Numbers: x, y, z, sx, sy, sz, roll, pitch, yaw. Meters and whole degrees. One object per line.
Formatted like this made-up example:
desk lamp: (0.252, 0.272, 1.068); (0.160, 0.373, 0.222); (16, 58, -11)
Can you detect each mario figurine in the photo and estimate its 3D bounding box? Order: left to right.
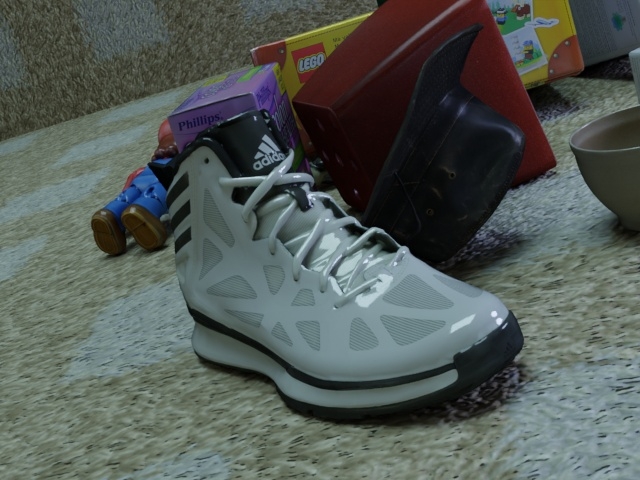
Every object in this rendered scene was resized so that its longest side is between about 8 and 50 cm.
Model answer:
mario figurine: (-0.244, -0.079, 1.727); (0.198, 0.170, 0.320); (24, 44, 9)

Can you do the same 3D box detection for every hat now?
hat: (0.146, -0.073, 1.144); (0.134, 0.331, 0.331); (29, 33, 10)

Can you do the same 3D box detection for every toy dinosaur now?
toy dinosaur: (0.019, -0.117, 1.634); (0.118, 0.064, 0.268); (-15, 13, 31)

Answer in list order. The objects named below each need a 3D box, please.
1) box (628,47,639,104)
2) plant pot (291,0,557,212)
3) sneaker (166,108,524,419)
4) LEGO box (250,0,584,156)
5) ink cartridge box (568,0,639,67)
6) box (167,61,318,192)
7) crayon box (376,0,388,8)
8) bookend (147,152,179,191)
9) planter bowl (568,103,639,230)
box: (0.509, -0.235, 1.429); (0.102, 0.101, 0.087); (-27, 20, -25)
plant pot: (0.119, -0.171, 1.399); (0.236, 0.267, 0.267); (-32, 20, -11)
sneaker: (-0.022, 0.007, 0.963); (0.169, 0.257, 0.448); (-30, 22, -35)
LEGO box: (0.155, -0.310, 1.765); (0.500, 0.193, 0.372); (-17, 8, 3)
ink cartridge box: (0.489, -0.453, 1.761); (0.151, 0.270, 0.395); (-21, 6, -14)
box: (-0.090, -0.092, 1.355); (0.117, 0.243, 0.213); (-15, 17, 11)
crayon box: (0.303, -0.518, 2.137); (0.363, 0.313, 0.106); (-25, 19, -19)
bookend: (-0.144, -0.096, 1.505); (0.156, 0.157, 0.072); (-42, 25, -17)
planter bowl: (0.359, -0.076, 1.084); (0.162, 0.109, 0.162); (-16, 17, 5)
